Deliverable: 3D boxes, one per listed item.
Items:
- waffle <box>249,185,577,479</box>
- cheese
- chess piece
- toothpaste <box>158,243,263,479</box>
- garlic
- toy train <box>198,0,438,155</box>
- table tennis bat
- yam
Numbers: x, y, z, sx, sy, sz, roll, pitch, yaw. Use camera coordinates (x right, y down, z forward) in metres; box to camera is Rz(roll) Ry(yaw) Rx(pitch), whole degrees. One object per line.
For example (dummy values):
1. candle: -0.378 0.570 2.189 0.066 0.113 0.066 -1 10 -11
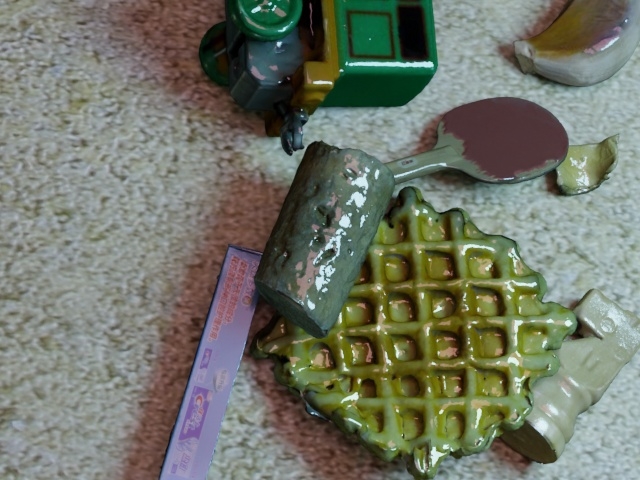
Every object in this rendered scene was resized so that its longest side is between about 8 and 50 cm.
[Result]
1. waffle: 0.102 0.097 1.834 0.317 0.073 0.297 38 73 19
2. cheese: 0.308 -0.088 1.949 0.084 0.041 0.060 -15 68 9
3. chess piece: 0.277 0.145 1.862 0.090 0.090 0.200 40 66 6
4. toothpaste: -0.116 0.142 1.817 0.053 0.066 0.272 16 72 -1
5. garlic: 0.319 -0.269 1.983 0.128 0.090 0.198 25 76 14
6. toy train: -0.002 -0.301 1.911 0.249 0.178 0.429 1 74 -17
7. table tennis bat: 0.172 -0.103 1.913 0.234 0.022 0.131 -18 52 -22
8. yam: 0.000 0.000 1.798 0.107 0.107 0.194 23 72 0
